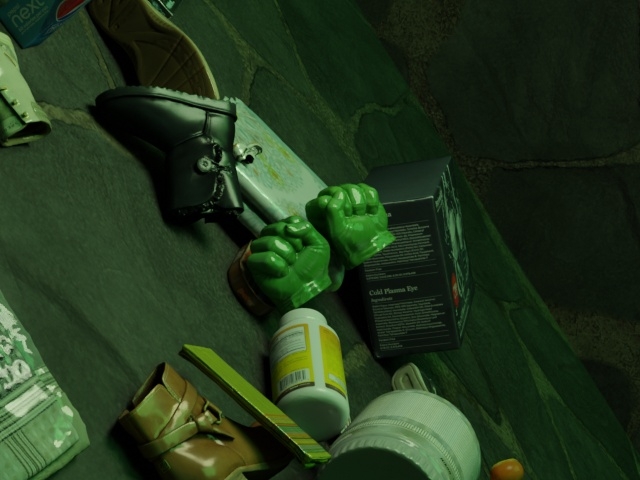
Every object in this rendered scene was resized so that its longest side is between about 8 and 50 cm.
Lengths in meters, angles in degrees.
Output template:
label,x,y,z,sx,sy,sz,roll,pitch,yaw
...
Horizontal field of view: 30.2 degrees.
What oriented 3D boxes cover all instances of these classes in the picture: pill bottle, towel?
label,x,y,z,sx,sy,sz,roll,pitch,yaw
pill bottle,-0.021,0.208,1.876,0.117,0.117,0.215,43,24,-31
towel,-0.087,0.222,1.591,0.237,0.021,0.102,39,2,19
towel,-0.091,-0.089,2.186,0.374,0.090,0.320,45,19,-10
towel,-0.390,0.134,1.234,0.312,0.056,0.324,55,19,0

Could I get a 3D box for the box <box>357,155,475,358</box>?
label,x,y,z,sx,sy,sz,roll,pitch,yaw
box,0.190,0.025,2.400,0.343,0.178,0.313,-57,136,-69

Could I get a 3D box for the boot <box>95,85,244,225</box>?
label,x,y,z,sx,sy,sz,roll,pitch,yaw
boot,-0.242,-0.135,1.923,0.246,0.094,0.207,6,69,-25

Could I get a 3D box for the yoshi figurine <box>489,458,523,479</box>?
label,x,y,z,sx,sy,sz,roll,pitch,yaw
yoshi figurine,0.330,0.557,2.057,0.203,0.203,0.362,16,43,-37

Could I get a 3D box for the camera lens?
label,x,y,z,sx,sy,sz,roll,pitch,yaw
camera lens,0.119,0.361,1.804,0.219,0.219,0.274,56,20,2

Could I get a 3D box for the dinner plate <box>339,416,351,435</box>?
label,x,y,z,sx,sy,sz,roll,pitch,yaw
dinner plate,0.026,0.276,1.981,0.141,0.017,0.141,-18,90,-80

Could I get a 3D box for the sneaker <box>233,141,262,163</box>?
label,x,y,z,sx,sy,sz,roll,pitch,yaw
sneaker,-0.124,-0.147,2.044,0.083,0.032,0.037,-10,66,-58

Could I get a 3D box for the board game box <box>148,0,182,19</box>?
label,x,y,z,sx,sy,sz,roll,pitch,yaw
board game box,-0.338,-0.533,2.461,0.126,0.026,0.186,49,20,-17

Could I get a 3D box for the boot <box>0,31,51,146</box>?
label,x,y,z,sx,sy,sz,roll,pitch,yaw
boot,-0.458,-0.211,1.601,0.165,0.077,0.213,61,17,10

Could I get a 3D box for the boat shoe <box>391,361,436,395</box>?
label,x,y,z,sx,sy,sz,roll,pitch,yaw
boat shoe,0.196,0.328,2.238,0.079,0.084,0.233,43,20,-29

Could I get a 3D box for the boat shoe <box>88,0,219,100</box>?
label,x,y,z,sx,sy,sz,roll,pitch,yaw
boat shoe,-0.277,-0.331,2.111,0.341,0.121,0.110,53,11,18

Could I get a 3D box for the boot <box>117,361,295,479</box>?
label,x,y,z,sx,sy,sz,roll,pitch,yaw
boot,-0.149,0.251,1.568,0.220,0.109,0.283,48,27,-6

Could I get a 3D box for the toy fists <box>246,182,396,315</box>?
label,x,y,z,sx,sy,sz,roll,pitch,yaw
toy fists,0.000,0.000,2.001,0.142,0.279,0.096,57,-25,-1

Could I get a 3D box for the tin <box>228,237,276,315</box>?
label,x,y,z,sx,sy,sz,roll,pitch,yaw
tin,-0.106,0.061,2.037,0.106,0.040,0.190,55,19,-12

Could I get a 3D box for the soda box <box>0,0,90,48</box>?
label,x,y,z,sx,sy,sz,roll,pitch,yaw
soda box,-0.394,-0.388,1.826,0.071,0.210,0.067,53,20,-6
